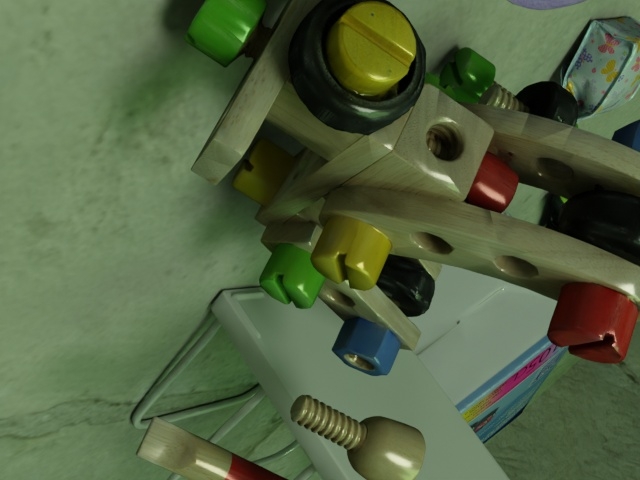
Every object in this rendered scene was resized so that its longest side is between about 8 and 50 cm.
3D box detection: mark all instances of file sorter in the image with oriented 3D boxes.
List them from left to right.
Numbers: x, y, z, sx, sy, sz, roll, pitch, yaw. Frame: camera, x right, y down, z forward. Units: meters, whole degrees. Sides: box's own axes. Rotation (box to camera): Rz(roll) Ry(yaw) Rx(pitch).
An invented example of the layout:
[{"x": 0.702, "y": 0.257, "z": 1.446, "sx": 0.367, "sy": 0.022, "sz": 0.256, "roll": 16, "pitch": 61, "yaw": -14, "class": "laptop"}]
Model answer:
[{"x": 0.007, "y": 0.193, "z": 0.682, "sx": 0.173, "sy": 0.278, "sz": 0.192, "roll": -46, "pitch": 157, "yaw": 24, "class": "file sorter"}]

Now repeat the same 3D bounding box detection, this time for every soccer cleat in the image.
[{"x": 0.297, "y": -0.017, "z": 1.018, "sx": 0.072, "sy": 0.060, "sz": 0.179, "roll": -45, "pitch": 160, "yaw": 13, "class": "soccer cleat"}]

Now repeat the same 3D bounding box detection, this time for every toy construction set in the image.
[{"x": 0.000, "y": 0.000, "z": 0.448, "sx": 0.237, "sy": 0.257, "sz": 0.309, "roll": 30, "pitch": 93, "yaw": -21, "class": "toy construction set"}]

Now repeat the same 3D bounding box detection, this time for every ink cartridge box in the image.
[{"x": 0.129, "y": 0.177, "z": 1.002, "sx": 0.270, "sy": 0.151, "sz": 0.395, "roll": -32, "pitch": 157, "yaw": -19, "class": "ink cartridge box"}]

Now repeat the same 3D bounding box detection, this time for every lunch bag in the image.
[{"x": 0.238, "y": -0.141, "z": 0.714, "sx": 0.071, "sy": 0.053, "sz": 0.083, "roll": -20, "pitch": 140, "yaw": -44, "class": "lunch bag"}]

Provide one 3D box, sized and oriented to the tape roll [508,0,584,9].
[{"x": 0.139, "y": -0.234, "z": 0.347, "sx": 0.274, "sy": 0.090, "sz": 0.275, "roll": -33, "pitch": 157, "yaw": -16, "class": "tape roll"}]
